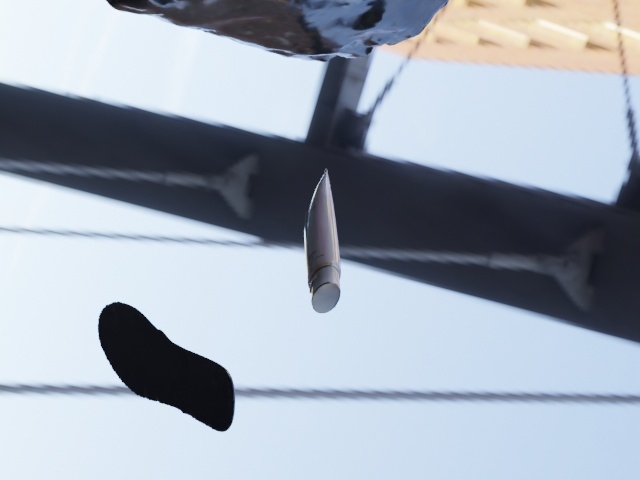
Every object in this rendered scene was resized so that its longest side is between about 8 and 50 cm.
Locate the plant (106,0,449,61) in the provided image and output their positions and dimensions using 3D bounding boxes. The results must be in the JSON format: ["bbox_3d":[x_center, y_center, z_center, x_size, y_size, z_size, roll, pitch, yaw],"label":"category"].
[{"bbox_3d":[-0.071,-0.209,0.706,0.194,0.321,0.181,-19,-119,33],"label":"plant"}]

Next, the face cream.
[{"bbox_3d":[0.000,0.000,0.904,0.115,0.020,0.038,-96,-155,-51],"label":"face cream"}]

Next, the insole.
[{"bbox_3d":[-0.186,0.145,1.643,0.322,0.007,0.109,18,-69,52],"label":"insole"}]
